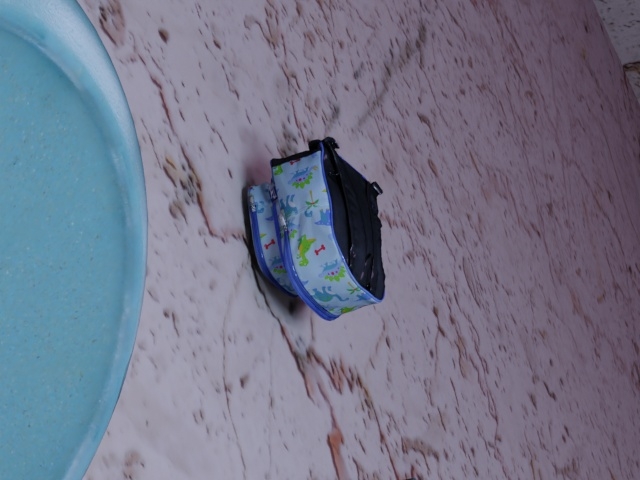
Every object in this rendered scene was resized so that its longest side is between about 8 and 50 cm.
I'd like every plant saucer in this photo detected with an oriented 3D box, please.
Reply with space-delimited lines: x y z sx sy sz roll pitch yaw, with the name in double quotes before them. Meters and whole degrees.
"plant saucer" -0.163 0.033 0.540 0.317 0.044 0.317 -28 127 -47

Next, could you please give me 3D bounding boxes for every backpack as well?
"backpack" 0.000 0.000 1.153 0.105 0.084 0.114 41 32 -53

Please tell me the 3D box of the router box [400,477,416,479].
"router box" 0.056 0.349 1.026 0.243 0.081 0.309 63 23 -24
